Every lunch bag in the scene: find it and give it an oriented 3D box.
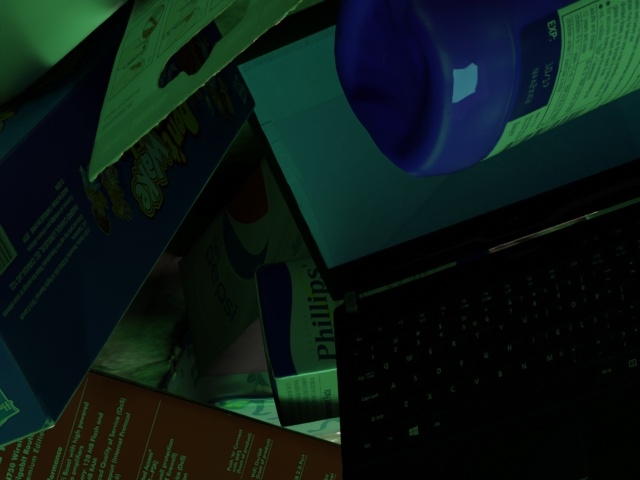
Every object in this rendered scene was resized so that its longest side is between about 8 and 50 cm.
[{"bbox_3d":[-0.014,0.110,1.417,0.219,0.090,0.176,-7,159,-15],"label":"lunch bag"}]

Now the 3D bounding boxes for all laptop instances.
[{"bbox_3d":[0.082,-0.001,0.858,0.234,0.264,0.136,-20,140,22],"label":"laptop"}]

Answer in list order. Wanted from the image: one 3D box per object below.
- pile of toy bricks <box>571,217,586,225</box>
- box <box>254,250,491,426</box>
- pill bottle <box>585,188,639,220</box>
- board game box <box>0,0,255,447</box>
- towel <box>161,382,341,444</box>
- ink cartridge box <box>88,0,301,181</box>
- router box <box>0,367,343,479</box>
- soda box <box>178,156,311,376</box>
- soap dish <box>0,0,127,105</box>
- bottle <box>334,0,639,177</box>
[{"bbox_3d":[0.140,0.037,1.326,0.212,0.118,0.105,-25,-169,-11],"label":"pile of toy bricks"},{"bbox_3d":[0.034,0.054,1.035,0.137,0.072,0.126,-10,161,-3],"label":"box"},{"bbox_3d":[0.271,-0.032,1.046,0.188,0.188,0.334,-22,158,25],"label":"pill bottle"},{"bbox_3d":[-0.177,0.004,0.734,0.233,0.078,0.347,-21,-163,17],"label":"board game box"},{"bbox_3d":[-0.007,0.184,1.661,0.332,0.053,0.317,-6,156,-17],"label":"towel"},{"bbox_3d":[-0.010,-0.111,0.599,0.045,0.179,0.145,27,143,-25],"label":"ink cartridge box"},{"bbox_3d":[-0.136,0.135,1.119,0.301,0.082,0.335,21,171,-30],"label":"router box"},{"bbox_3d":[0.000,0.000,1.116,0.098,0.091,0.286,-2,159,-24],"label":"soda box"},{"bbox_3d":[-0.183,-0.145,0.562,0.291,0.118,0.229,5,154,-39],"label":"soap dish"},{"bbox_3d":[0.144,-0.125,0.769,0.283,0.092,0.118,-25,157,-21],"label":"bottle"}]
